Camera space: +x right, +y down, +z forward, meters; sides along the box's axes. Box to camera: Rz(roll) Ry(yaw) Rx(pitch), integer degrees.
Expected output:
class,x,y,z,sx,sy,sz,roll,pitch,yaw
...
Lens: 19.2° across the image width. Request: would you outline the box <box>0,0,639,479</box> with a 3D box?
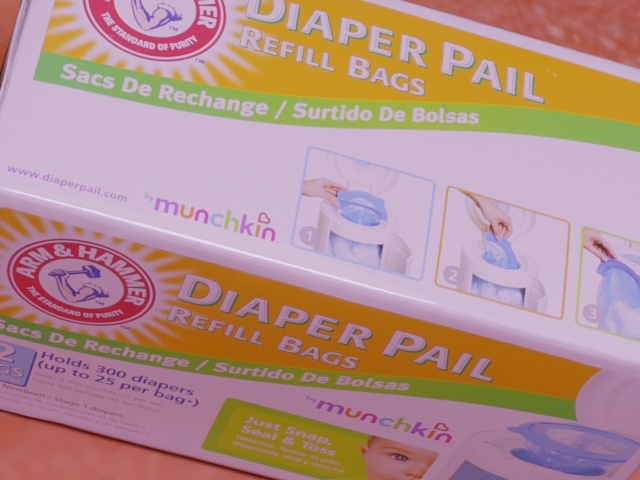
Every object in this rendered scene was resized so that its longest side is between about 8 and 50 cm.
class,x,y,z,sx,sy,sz,roll,pitch,yaw
box,0.000,0.000,0.547,0.203,0.114,0.103,15,54,-9
